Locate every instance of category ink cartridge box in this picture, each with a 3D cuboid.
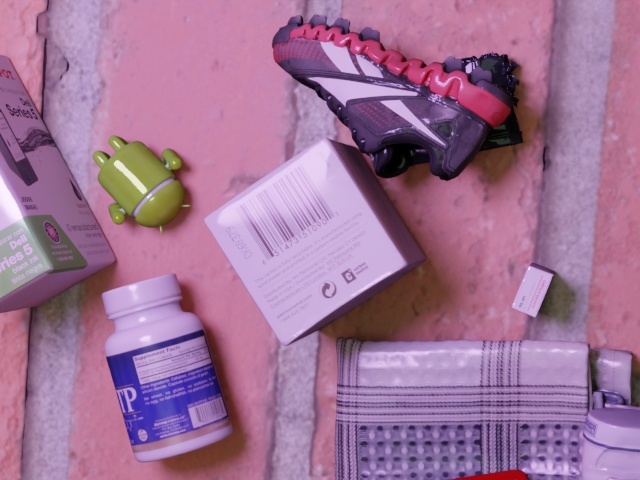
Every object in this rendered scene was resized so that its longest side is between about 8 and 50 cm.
[{"bbox_3d":[-0.358,-0.066,1.463,0.115,0.198,0.273,-29,87,10],"label":"ink cartridge box"},{"bbox_3d":[0.220,0.051,1.412,0.028,0.083,0.048,22,96,9],"label":"ink cartridge box"}]

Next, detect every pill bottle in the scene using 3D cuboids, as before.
[{"bbox_3d":[-0.171,0.136,1.478,0.112,0.112,0.186,-17,88,11],"label":"pill bottle"}]

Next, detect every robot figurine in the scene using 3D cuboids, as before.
[{"bbox_3d":[-0.197,-0.062,1.499,0.101,0.067,0.115,-45,84,1],"label":"robot figurine"}]

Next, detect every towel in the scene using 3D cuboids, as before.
[{"bbox_3d":[0.173,0.258,1.443,0.324,0.056,0.312,1,92,10],"label":"towel"}]

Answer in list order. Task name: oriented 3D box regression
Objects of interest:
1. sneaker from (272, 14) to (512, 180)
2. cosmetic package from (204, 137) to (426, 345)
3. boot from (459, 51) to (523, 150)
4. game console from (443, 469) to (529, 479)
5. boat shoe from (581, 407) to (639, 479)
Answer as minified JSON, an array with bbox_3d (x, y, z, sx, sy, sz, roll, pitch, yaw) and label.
[{"bbox_3d":[0.053,-0.142,1.406,0.276,0.097,0.135,24,88,25],"label":"sneaker"},{"bbox_3d":[0.000,0.000,1.402,0.151,0.184,0.151,-33,85,10],"label":"cosmetic package"},{"bbox_3d":[0.154,-0.142,1.440,0.121,0.045,0.099,-10,89,9],"label":"boot"},{"bbox_3d":[0.159,0.317,1.426,0.144,0.085,0.124,-11,61,13],"label":"game console"},{"bbox_3d":[0.388,0.225,1.374,0.258,0.095,0.084,8,100,3],"label":"boat shoe"}]
